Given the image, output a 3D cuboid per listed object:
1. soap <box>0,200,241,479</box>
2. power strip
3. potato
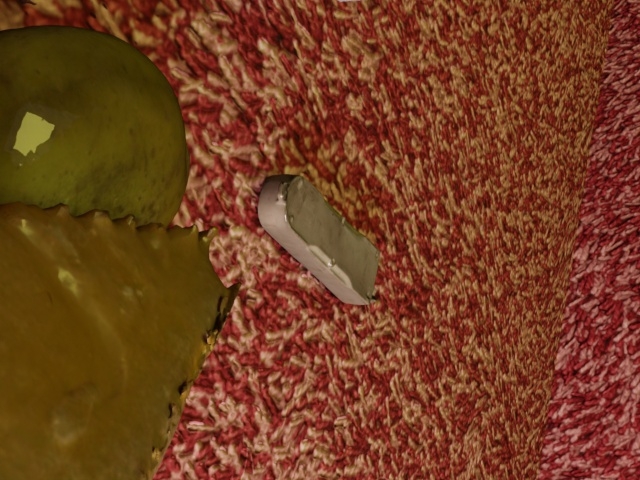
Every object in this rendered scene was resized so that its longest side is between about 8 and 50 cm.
[{"bbox_3d":[-0.215,0.017,0.562,0.304,0.169,0.339,54,26,-20],"label":"soap"},{"bbox_3d":[0.002,0.000,1.189,0.286,0.048,0.080,44,53,-55],"label":"power strip"},{"bbox_3d":[-0.194,-0.062,0.699,0.228,0.148,0.197,-27,130,-50],"label":"potato"}]
